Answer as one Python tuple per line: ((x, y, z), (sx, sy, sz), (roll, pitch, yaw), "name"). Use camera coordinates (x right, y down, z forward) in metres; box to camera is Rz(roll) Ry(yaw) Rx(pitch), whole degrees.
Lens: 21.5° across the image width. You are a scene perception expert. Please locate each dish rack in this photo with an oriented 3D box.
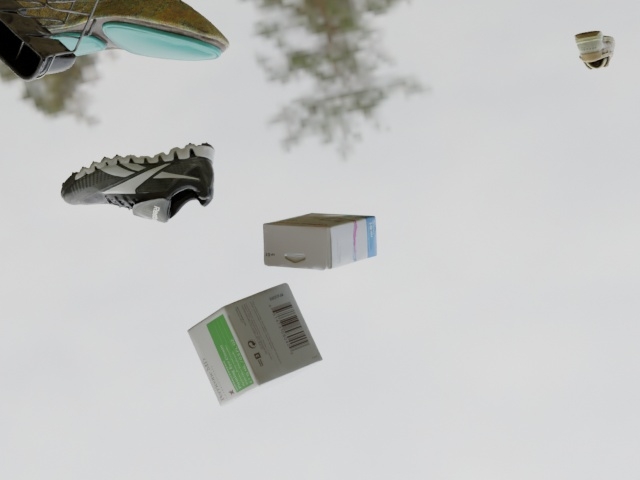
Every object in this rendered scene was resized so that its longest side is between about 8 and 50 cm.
((-0.306, -0.337, 1.861), (0.208, 0.271, 0.074), (42, -152, 26), "dish rack")

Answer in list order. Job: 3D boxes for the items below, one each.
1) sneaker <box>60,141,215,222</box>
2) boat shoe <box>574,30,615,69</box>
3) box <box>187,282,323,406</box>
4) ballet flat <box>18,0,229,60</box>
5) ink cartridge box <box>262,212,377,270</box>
((-0.261, -0.071, 2.458), (0.234, 0.078, 0.106), (-11, -114, -5), "sneaker")
((0.372, -0.255, 2.288), (0.050, 0.045, 0.135), (-7, 178, 22), "boat shoe")
((-0.074, 0.118, 1.902), (0.102, 0.101, 0.087), (-19, 171, -40), "box")
((-0.279, -0.309, 2.293), (0.349, 0.123, 0.123), (2, -152, 26), "ballet flat")
((0.000, 0.000, 1.933), (0.088, 0.052, 0.122), (3, -171, 27), "ink cartridge box")
